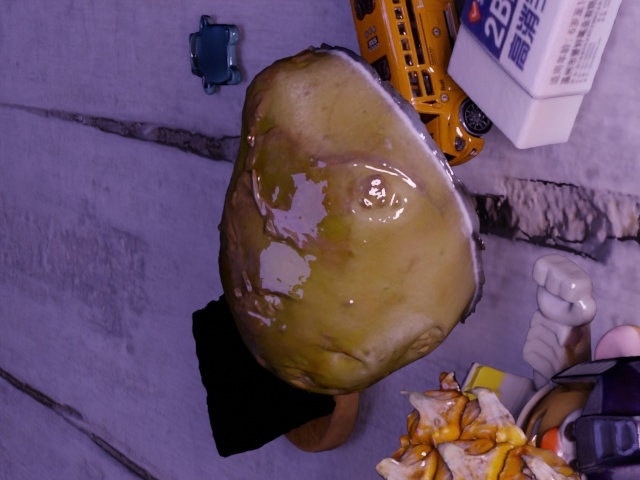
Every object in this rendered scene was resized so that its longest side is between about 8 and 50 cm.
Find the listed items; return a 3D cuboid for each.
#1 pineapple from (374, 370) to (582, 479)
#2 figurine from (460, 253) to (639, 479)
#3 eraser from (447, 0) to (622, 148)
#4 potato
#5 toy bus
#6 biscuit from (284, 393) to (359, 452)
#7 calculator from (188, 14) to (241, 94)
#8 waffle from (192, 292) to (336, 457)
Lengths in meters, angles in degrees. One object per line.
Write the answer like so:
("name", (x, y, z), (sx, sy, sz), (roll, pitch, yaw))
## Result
("pineapple", (0.137, 0.255, 1.110), (0.334, 0.161, 0.158), (65, 154, 2))
("figurine", (0.208, 0.160, 1.234), (0.308, 0.143, 0.308), (40, 146, 36))
("eraser", (0.174, -0.192, 1.293), (0.124, 0.068, 0.210), (53, 141, 40))
("potato", (0.000, 0.000, 1.435), (0.246, 0.196, 0.300), (24, 141, 51))
("toy bus", (0.083, -0.160, 1.451), (0.083, 0.088, 0.194), (-25, 75, 62))
("biscuit", (-0.004, 0.095, 1.730), (0.202, 0.044, 0.289), (54, 140, 46))
("calculator", (-0.125, -0.217, 1.912), (0.141, 0.019, 0.094), (13, 108, 63))
("waffle", (-0.065, 0.130, 1.755), (0.274, 0.057, 0.168), (-35, 65, 62))
